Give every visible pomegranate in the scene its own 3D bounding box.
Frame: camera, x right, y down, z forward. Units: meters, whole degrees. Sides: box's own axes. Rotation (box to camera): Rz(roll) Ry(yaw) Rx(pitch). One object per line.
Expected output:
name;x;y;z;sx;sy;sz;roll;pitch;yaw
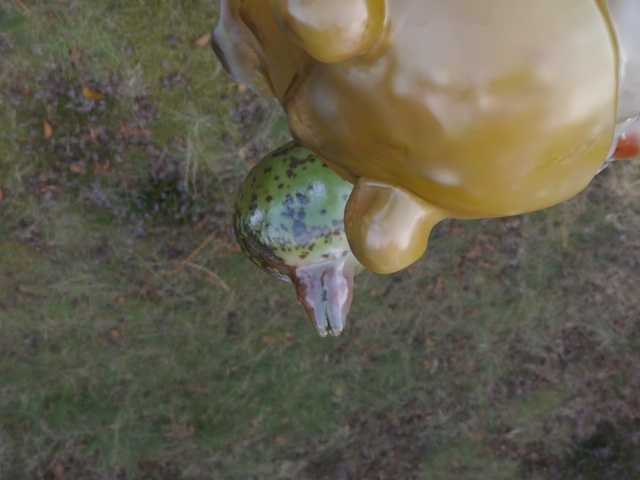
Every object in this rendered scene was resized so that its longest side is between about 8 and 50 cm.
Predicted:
pomegranate;0.000;0.000;1.022;0.214;0.247;0.214;-8;163;-3

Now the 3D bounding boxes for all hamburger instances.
hamburger;0.070;-0.122;0.447;0.237;0.276;0.276;-40;146;-15
